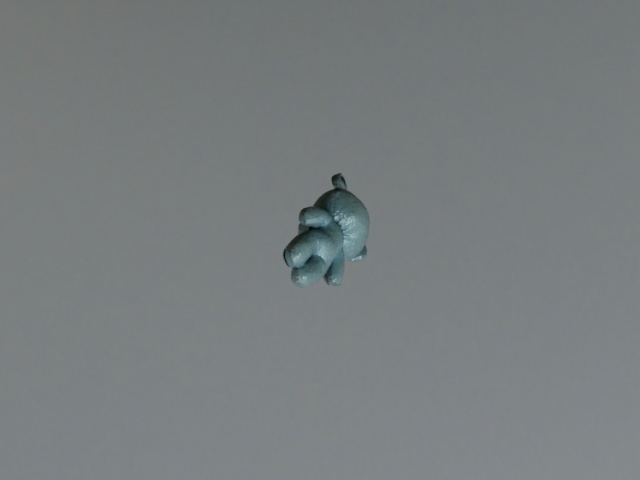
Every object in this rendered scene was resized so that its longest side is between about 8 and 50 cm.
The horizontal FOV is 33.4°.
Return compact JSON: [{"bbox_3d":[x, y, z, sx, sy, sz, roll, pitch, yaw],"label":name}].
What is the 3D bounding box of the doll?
[{"bbox_3d":[-0.004,-0.001,1.300,0.075,0.120,0.180,4,-154,35],"label":"doll"}]
